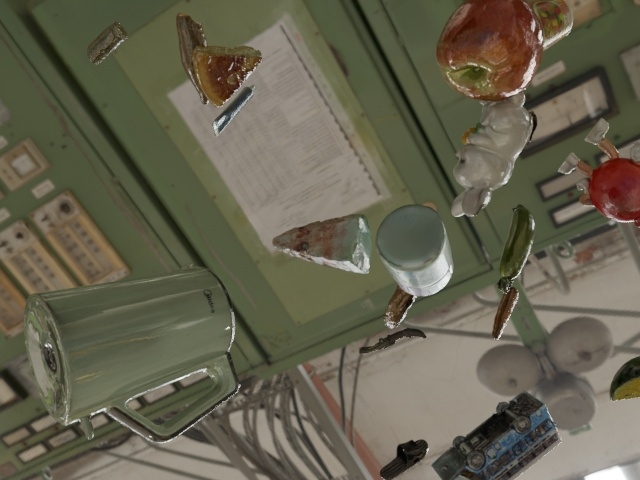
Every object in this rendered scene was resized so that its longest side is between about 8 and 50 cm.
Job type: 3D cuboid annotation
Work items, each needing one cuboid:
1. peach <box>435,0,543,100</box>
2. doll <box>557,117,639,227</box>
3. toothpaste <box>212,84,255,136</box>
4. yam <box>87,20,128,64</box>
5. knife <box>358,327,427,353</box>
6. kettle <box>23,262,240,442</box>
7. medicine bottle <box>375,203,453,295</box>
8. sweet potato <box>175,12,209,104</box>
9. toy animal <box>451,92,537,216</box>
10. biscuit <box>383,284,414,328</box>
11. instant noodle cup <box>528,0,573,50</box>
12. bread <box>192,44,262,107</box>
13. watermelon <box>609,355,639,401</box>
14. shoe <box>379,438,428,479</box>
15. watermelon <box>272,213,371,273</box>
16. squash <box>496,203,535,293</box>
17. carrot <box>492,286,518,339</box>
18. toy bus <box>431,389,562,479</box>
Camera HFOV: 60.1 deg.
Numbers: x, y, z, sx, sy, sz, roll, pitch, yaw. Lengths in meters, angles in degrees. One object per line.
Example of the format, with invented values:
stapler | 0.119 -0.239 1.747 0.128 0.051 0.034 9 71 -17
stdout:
peach | 0.379 -0.438 1.219 0.256 0.232 0.232 -53 -156 -24
doll | 0.614 -0.127 1.147 0.085 0.217 0.183 -21 154 -31
toothpaste | -0.239 -0.371 1.544 0.197 0.035 0.057 -56 164 -26
yam | -0.436 -0.403 1.128 0.094 0.043 0.043 -30 -164 23
knife | 0.196 0.288 1.584 0.222 0.045 0.021 -22 -170 30
kettle | -0.370 0.244 1.164 0.377 0.361 0.250 -12 162 -43
medicine bottle | 0.186 0.025 1.069 0.135 0.168 0.135 -8 -116 18
sweet potato | -0.321 -0.467 1.443 0.077 0.243 0.077 -6 -148 4
toy animal | 0.426 -0.212 1.399 0.154 0.325 0.208 13 -179 0
biscuit | 0.281 0.157 1.770 0.296 0.075 0.296 -54 167 -18
instant noodle cup | 0.522 -0.528 1.387 0.185 0.168 0.168 -29 -164 -12
bread | -0.203 -0.336 1.140 0.154 0.054 0.136 -12 140 -35
watermelon | 0.736 0.306 1.228 0.182 0.091 0.075 -14 175 17
shoe | 0.222 0.580 1.491 0.159 0.053 0.062 -32 -159 -17
watermelon | 0.000 0.000 1.368 0.241 0.094 0.154 -2 -112 23
squash | 0.542 0.003 1.511 0.071 0.080 0.318 17 -127 14
carrot | 0.525 0.209 1.588 0.047 0.047 0.191 -12 -146 49
toy bus | 0.419 0.499 1.316 0.297 0.131 0.106 -35 -168 -6
